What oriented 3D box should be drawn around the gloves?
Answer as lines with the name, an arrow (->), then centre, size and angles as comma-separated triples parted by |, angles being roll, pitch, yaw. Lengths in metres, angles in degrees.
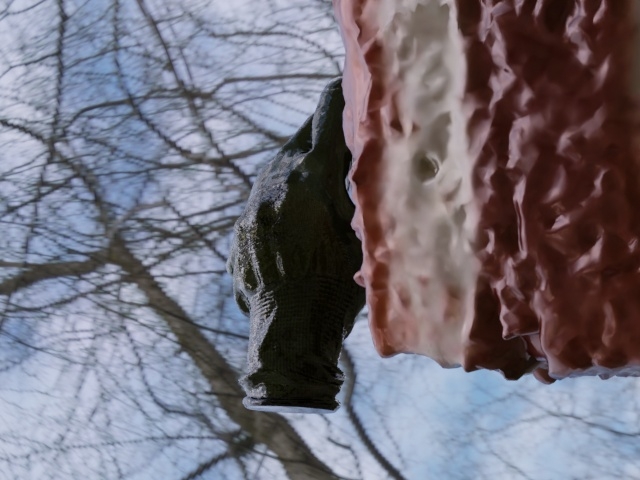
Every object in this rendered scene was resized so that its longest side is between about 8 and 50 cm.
gloves -> -0.005, -0.002, 1.076 | 0.107, 0.135, 0.268 | 52, -137, -57

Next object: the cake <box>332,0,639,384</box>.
cake -> 0.198, -0.063, 0.761 | 0.269, 0.319, 0.270 | 3, -97, -51
